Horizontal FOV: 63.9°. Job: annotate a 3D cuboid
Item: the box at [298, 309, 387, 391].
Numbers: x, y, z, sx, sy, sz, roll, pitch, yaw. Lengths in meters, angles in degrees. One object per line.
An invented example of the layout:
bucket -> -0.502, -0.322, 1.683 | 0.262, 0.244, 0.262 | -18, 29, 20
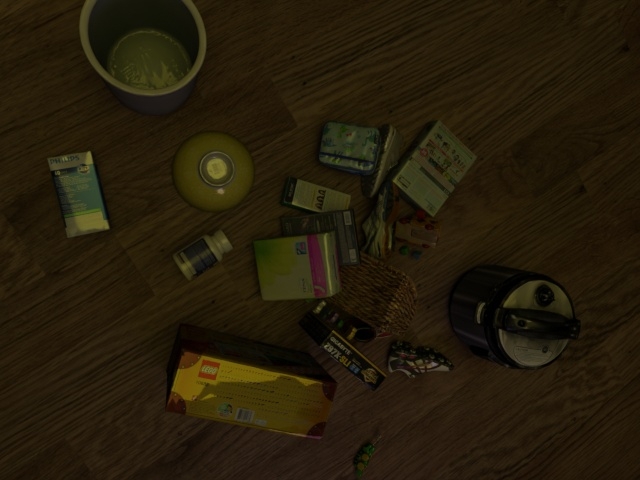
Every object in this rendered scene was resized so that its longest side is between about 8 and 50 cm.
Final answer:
box -> 0.070, 0.380, 1.815 | 0.257, 0.322, 0.079 | 43, 83, -13

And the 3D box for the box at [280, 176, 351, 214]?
box -> -0.017, -0.149, 1.886 | 0.244, 0.060, 0.101 | 16, 78, -16

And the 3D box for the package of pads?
package of pads -> -0.080, 0.095, 1.802 | 0.296, 0.101, 0.229 | -5, 96, 23

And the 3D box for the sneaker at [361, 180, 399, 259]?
sneaker -> 0.212, -0.078, 1.922 | 0.112, 0.131, 0.296 | 3, 96, -51

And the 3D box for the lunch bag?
lunch bag -> 0.107, -0.333, 1.867 | 0.219, 0.090, 0.176 | 14, 90, 9

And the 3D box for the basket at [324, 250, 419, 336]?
basket -> 0.209, 0.183, 1.846 | 0.213, 0.299, 0.223 | 21, 92, -50

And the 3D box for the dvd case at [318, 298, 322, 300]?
dvd case -> -0.015, 0.078, 1.928 | 0.180, 0.022, 0.253 | -40, 103, -9

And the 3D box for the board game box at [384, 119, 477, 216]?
board game box -> 0.427, -0.278, 1.993 | 0.224, 0.097, 0.303 | 40, 84, -15

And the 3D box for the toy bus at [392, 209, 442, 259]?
toy bus -> 0.371, -0.048, 1.983 | 0.202, 0.191, 0.104 | 50, 40, -12

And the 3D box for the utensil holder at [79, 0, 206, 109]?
utensil holder -> -0.521, -0.565, 1.559 | 0.327, 0.385, 0.328 | -1, 94, -15

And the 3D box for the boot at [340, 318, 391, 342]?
boot -> 0.217, 0.339, 1.930 | 0.244, 0.176, 0.088 | -1, 92, -17

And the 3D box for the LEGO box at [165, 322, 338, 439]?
LEGO box -> -0.243, 0.458, 1.706 | 0.500, 0.372, 0.193 | 17, 88, -16

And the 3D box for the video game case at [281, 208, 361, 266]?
video game case -> 0.000, 0.000, 1.821 | 0.274, 0.026, 0.196 | -6, 96, 24

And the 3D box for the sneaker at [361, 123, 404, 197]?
sneaker -> 0.246, -0.290, 1.938 | 0.115, 0.105, 0.281 | 17, 97, -34

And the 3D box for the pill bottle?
pill bottle -> -0.402, 0.045, 1.770 | 0.186, 0.112, 0.112 | -33, 101, -11

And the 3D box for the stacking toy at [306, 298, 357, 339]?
stacking toy -> 0.028, 0.273, 1.850 | 0.167, 0.221, 0.052 | 42, 81, -12

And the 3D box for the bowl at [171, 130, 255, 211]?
bowl -> -0.356, -0.239, 1.744 | 0.289, 0.156, 0.289 | -1, 93, -16

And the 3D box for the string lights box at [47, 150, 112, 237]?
string lights box -> -0.780, -0.150, 1.671 | 0.133, 0.077, 0.260 | -13, 97, -15

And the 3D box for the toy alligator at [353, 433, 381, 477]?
toy alligator -> 0.176, 0.834, 2.015 | 0.051, 0.056, 0.190 | 25, 85, 25

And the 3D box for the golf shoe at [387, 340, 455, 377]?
golf shoe -> 0.396, 0.485, 2.041 | 0.272, 0.105, 0.120 | 16, 105, -10

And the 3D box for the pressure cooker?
pressure cooker -> 0.730, 0.285, 1.944 | 0.370, 0.420, 0.375 | -34, 102, -12
